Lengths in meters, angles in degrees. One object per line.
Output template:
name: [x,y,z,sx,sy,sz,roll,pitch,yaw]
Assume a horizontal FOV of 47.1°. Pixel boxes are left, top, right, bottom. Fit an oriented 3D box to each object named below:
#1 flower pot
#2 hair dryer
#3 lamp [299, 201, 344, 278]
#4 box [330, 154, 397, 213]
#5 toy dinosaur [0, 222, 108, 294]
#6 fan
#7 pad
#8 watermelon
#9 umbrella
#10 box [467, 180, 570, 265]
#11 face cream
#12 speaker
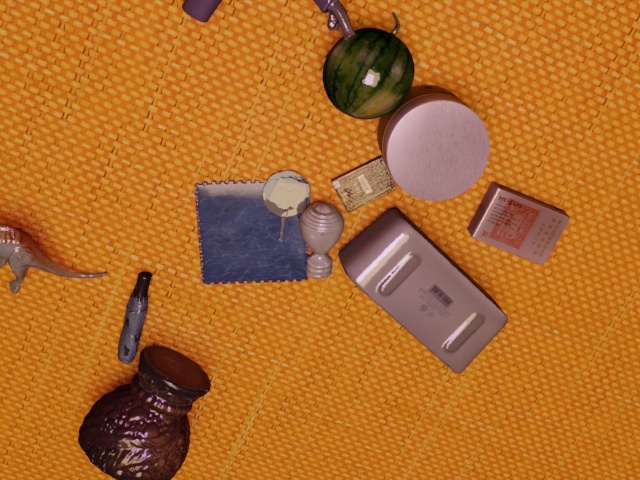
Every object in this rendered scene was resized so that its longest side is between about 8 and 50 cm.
flower pot: [-0.414,0.418,1.798,0.266,0.266,0.267,29,96,-14]
hair dryer: [-0.085,-0.504,1.462,0.361,0.121,0.301,38,115,3]
lamp: [0.000,0.000,1.722,0.106,0.106,0.193,3,120,-4]
box: [0.102,-0.131,1.712,0.133,0.023,0.090,-27,110,8]
toy dinosaur: [-0.685,0.043,1.679,0.393,0.092,0.205,21,133,-19]
fan: [-0.083,-0.079,1.720,0.113,0.005,0.175,6,111,-6]
pad: [-0.160,-0.018,1.751,0.269,0.012,0.269,-3,112,-1]
watermelon: [0.106,-0.359,1.534,0.188,0.188,0.215,30,90,-14]
umbrella: [-0.456,0.191,1.799,0.052,0.053,0.250,15,111,-8]
box: [0.471,-0.040,1.749,0.201,0.058,0.141,22,110,-11]
face cream: [0.239,-0.216,1.598,0.218,0.179,0.218,-1,112,-3]
speaker: [0.248,0.115,1.741,0.406,0.183,0.184,42,99,-18]
